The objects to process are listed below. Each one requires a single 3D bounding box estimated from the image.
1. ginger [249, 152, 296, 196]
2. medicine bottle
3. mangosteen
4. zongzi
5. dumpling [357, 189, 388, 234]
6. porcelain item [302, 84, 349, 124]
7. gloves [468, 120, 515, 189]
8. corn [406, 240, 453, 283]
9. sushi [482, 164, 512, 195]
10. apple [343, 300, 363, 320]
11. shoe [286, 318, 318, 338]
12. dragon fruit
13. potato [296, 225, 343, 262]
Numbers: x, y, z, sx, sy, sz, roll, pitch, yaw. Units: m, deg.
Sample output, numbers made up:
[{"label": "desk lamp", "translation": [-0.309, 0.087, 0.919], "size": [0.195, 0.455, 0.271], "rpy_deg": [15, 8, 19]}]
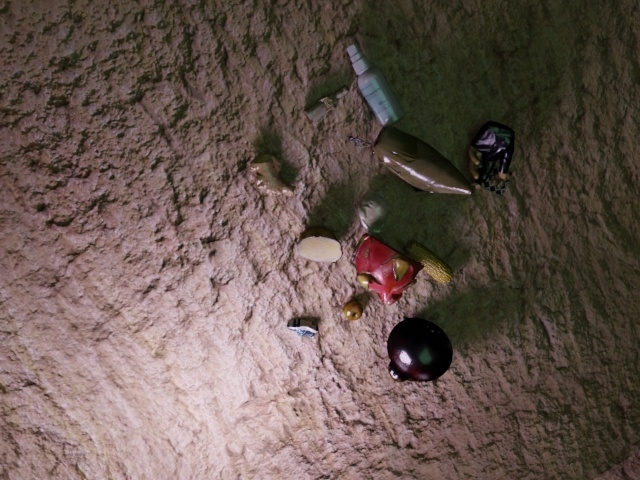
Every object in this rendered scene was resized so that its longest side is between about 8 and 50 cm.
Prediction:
[{"label": "ginger", "translation": [-0.200, -0.253, 1.829], "size": [0.137, 0.074, 0.213], "rpy_deg": [-33, 110, -4]}, {"label": "medicine bottle", "translation": [0.216, -0.637, 1.817], "size": [0.110, 0.110, 0.352], "rpy_deg": [-35, 104, -3]}, {"label": "mangosteen", "translation": [0.422, 0.497, 1.977], "size": [0.313, 0.297, 0.297], "rpy_deg": [-39, 105, 9]}, {"label": "zongzi", "translation": [0.360, -0.330, 1.756], "size": [0.447, 0.418, 0.181], "rpy_deg": [28, 98, -21]}, {"label": "dumpling", "translation": [0.223, -0.128, 1.914], "size": [0.136, 0.118, 0.199], "rpy_deg": [13, 76, -15]}, {"label": "porcelain item", "translation": [0.032, -0.566, 1.825], "size": [0.213, 0.054, 0.084], "rpy_deg": [-37, 106, -3]}, {"label": "gloves", "translation": [0.746, -0.365, 1.952], "size": [0.197, 0.152, 0.301], "rpy_deg": [20, 103, 7]}, {"label": "corn", "translation": [0.498, 0.099, 2.018], "size": [0.260, 0.091, 0.091], "rpy_deg": [38, 56, -14]}, {"label": "sushi", "translation": [0.817, -0.279, 2.043], "size": [0.126, 0.026, 0.120], "rpy_deg": [20, 97, -13]}, {"label": "apple", "translation": [0.147, 0.316, 1.996], "size": [0.089, 0.074, 0.089], "rpy_deg": [-2, 103, -10]}, {"label": "shoe", "translation": [-0.083, 0.395, 1.977], "size": [0.143, 0.064, 0.071], "rpy_deg": [13, 116, -8]}, {"label": "dragon fruit", "translation": [0.261, 0.128, 1.877], "size": [0.305, 0.305, 0.226], "rpy_deg": [28, 96, -14]}, {"label": "potato", "translation": [0.000, 0.000, 1.891], "size": [0.202, 0.117, 0.182], "rpy_deg": [11, 140, -14]}]
